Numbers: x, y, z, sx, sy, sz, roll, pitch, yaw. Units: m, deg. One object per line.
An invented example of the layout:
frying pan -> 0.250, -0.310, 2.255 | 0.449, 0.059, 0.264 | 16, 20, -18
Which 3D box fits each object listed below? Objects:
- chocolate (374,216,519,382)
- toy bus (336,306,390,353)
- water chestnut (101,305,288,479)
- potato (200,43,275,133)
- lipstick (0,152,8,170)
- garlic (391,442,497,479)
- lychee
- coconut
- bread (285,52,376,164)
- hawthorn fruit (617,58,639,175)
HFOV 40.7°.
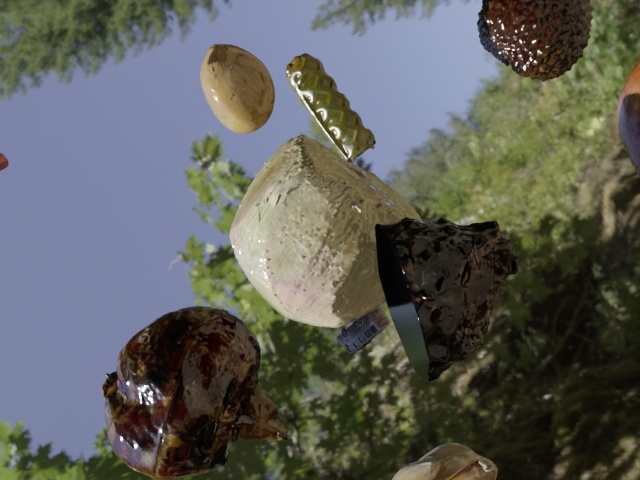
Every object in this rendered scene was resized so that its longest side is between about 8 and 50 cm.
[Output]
chocolate -> 0.187, 0.061, 1.137 | 0.224, 0.177, 0.206 | 78, 173, -55
toy bus -> 0.078, 0.163, 1.570 | 0.037, 0.130, 0.052 | -31, -101, -36
water chestnut -> -0.216, 0.290, 1.579 | 0.347, 0.335, 0.335 | 30, -144, 3
potato -> -0.136, -0.241, 1.375 | 0.112, 0.112, 0.147 | -36, -74, -57
lipstick -> -0.509, -0.077, 1.212 | 0.053, 0.053, 0.234 | 57, -157, -11
garlic -> 0.288, 0.532, 1.959 | 0.217, 0.228, 0.110 | 48, -158, -44
lychee -> 0.483, -0.496, 1.915 | 0.267, 0.267, 0.267 | 34, -137, -38
coconut -> 0.000, 0.000, 1.387 | 0.297, 0.254, 0.297 | 35, -166, -10
bread -> 0.018, -0.295, 1.908 | 0.269, 0.087, 0.098 | 55, 177, 2
hawthorn fruit -> 0.535, -0.173, 1.138 | 0.284, 0.284, 0.284 | 34, -137, -38
